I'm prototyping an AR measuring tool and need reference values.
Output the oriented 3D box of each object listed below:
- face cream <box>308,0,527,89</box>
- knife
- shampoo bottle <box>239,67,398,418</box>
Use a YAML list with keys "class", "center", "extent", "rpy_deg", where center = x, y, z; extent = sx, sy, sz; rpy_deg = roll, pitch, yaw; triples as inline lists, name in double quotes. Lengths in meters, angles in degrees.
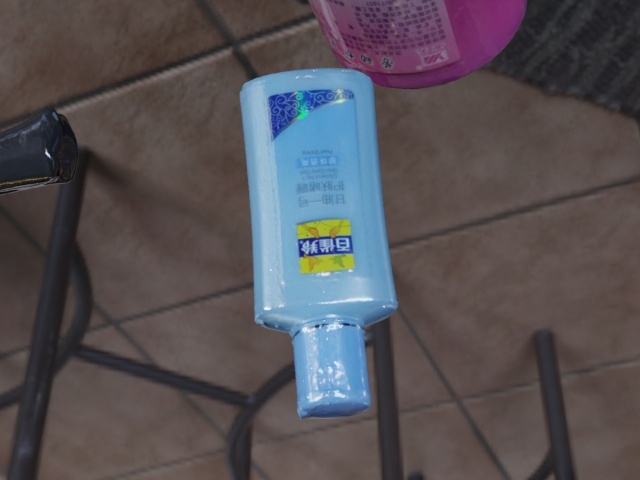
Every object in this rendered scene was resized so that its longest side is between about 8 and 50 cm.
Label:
- class: "face cream"
  center: [0.061, -0.240, 0.904]
  extent: [0.175, 0.175, 0.195]
  rpy_deg: [-11, 146, 14]
- class: "knife"
  center: [-0.212, -0.024, 0.471]
  extent: [0.230, 0.060, 0.028]
  rpy_deg: [-13, 161, 3]
- class: "shampoo bottle"
  center: [0.000, 0.000, 0.853]
  extent: [0.104, 0.258, 0.061]
  rpy_deg: [-5, 159, -2]
